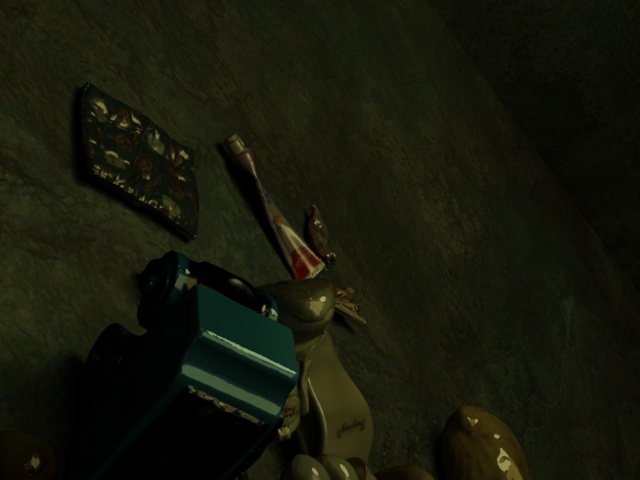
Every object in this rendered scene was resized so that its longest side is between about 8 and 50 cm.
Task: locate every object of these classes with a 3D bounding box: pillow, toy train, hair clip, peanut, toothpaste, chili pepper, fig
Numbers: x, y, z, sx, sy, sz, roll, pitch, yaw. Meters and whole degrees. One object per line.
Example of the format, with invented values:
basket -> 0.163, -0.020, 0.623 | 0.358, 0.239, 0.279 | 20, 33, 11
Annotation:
pillow -> -0.280, -0.125, 1.726 | 0.255, 0.034, 0.189 | 33, 39, -44
toy train -> -0.175, 0.185, 1.345 | 0.188, 0.300, 0.265 | 28, 27, -26
hair clip -> 0.019, 0.110, 2.006 | 0.214, 0.062, 0.056 | 25, 33, -52
hair clip -> 0.010, 0.291, 1.762 | 0.172, 0.113, 0.282 | 2, 64, -59
peanut -> 0.349, 0.495, 2.104 | 0.192, 0.169, 0.387 | 3, 62, -66
toothpaste -> -0.088, -0.057, 1.989 | 0.301, 0.048, 0.075 | 60, 23, -10
chili pepper -> -0.001, 0.001, 2.090 | 0.050, 0.041, 0.153 | 59, 9, -55
fig -> -0.341, 0.249, 1.241 | 0.088, 0.074, 0.074 | 46, 23, 16

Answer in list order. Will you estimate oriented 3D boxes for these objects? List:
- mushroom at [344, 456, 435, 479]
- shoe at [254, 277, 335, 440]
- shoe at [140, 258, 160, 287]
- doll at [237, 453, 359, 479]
mushroom -> 0.083, 0.415, 1.681 | 0.204, 0.204, 0.204 | 41, 34, -35
shoe -> -0.059, 0.176, 1.562 | 0.132, 0.342, 0.211 | -7, 78, -26
shoe -> -0.193, 0.114, 1.622 | 0.194, 0.074, 0.077 | 64, 22, 8
doll -> -0.019, 0.460, 1.497 | 0.235, 0.174, 0.330 | 30, 44, -63
